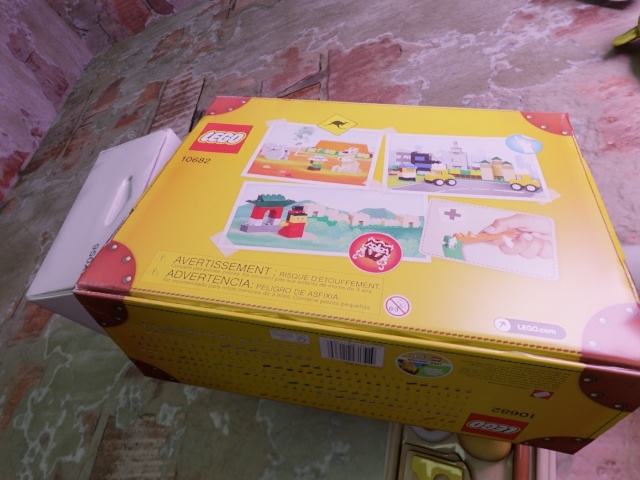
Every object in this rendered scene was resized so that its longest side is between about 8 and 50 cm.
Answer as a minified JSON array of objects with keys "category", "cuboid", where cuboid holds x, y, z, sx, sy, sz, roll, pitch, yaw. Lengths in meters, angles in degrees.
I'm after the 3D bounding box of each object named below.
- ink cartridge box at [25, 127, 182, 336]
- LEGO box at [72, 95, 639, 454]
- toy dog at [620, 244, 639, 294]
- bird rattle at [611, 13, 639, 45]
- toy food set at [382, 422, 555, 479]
[{"category":"ink cartridge box","cuboid":[-0.236,0.051,0.719,0.166,0.395,0.286,-11,53,21]},{"category":"LEGO box","cuboid":[0.050,0.000,0.508,0.499,0.193,0.373,7,48,11]},{"category":"toy dog","cuboid":[0.411,0.005,0.467,0.333,0.220,0.161,-40,65,35]},{"category":"bird rattle","cuboid":[0.701,-0.385,0.745,0.253,0.143,0.207,4,71,15]},{"category":"toy food set","cuboid":[0.180,0.270,0.521,0.219,0.092,0.306,2,71,29]}]
